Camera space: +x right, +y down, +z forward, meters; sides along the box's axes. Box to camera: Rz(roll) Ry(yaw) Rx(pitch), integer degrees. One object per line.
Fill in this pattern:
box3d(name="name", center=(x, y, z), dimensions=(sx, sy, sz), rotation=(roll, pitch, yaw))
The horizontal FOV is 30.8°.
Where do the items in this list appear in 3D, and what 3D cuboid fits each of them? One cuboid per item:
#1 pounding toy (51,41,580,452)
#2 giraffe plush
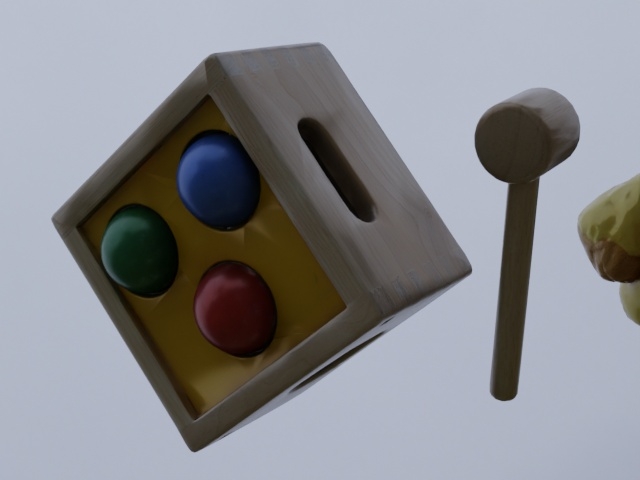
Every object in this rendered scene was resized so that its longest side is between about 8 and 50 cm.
box3d(name="pounding toy", center=(0.009, 0.005, 0.486), dimensions=(0.206, 0.181, 0.094), rotation=(-39, -11, 35))
box3d(name="giraffe plush", center=(0.281, 0.002, 0.752), dimensions=(0.181, 0.170, 0.210), rotation=(18, -66, -4))
